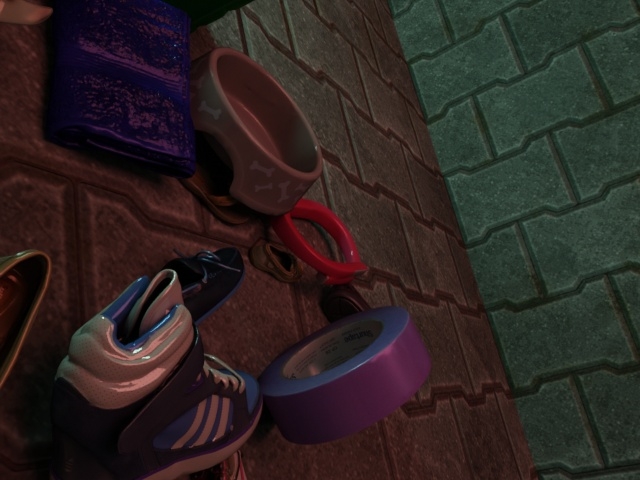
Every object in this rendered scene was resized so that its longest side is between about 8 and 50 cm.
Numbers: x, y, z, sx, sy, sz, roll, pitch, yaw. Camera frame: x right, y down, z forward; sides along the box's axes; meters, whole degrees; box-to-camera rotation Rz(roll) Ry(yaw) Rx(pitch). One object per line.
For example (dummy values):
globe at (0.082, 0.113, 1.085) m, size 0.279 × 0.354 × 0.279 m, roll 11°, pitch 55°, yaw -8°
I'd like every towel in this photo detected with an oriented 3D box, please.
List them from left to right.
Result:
towel at (-0.289, -0.262, 0.845) m, size 0.228 × 0.076 × 0.307 m, roll 14°, pitch 60°, yaw -46°

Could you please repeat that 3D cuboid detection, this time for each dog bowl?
dog bowl at (-0.129, -0.220, 1.070) m, size 0.349 × 0.102 × 0.348 m, roll 42°, pitch 27°, yaw -28°

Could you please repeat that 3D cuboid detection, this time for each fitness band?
fitness band at (0.000, 0.000, 1.205) m, size 0.209 × 0.054 × 0.291 m, roll 55°, pitch 21°, yaw 19°

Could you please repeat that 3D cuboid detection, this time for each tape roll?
tape roll at (0.038, 0.212, 0.909) m, size 0.090 × 0.275 × 0.275 m, roll 63°, pitch 27°, yaw -7°

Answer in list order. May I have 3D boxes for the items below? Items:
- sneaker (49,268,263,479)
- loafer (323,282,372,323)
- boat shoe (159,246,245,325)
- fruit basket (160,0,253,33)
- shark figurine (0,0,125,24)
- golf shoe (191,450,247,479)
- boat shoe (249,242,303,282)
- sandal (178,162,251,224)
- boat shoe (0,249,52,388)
sneaker at (-0.156, 0.145, 0.651) m, size 0.323 × 0.130 × 0.236 m, roll -9°, pitch 118°, yaw -58°
loafer at (0.119, 0.213, 1.258) m, size 0.302 × 0.109 × 0.095 m, roll 54°, pitch 25°, yaw -18°
boat shoe at (-0.186, 0.062, 0.798) m, size 0.258 × 0.109 × 0.088 m, roll -58°, pitch 132°, yaw -61°
fruit basket at (-0.195, -0.619, 1.029) m, size 0.283 × 0.392 × 0.391 m, roll 39°, pitch 38°, yaw -44°
shark figurine at (-0.396, -0.329, 0.701) m, size 0.278 × 0.116 × 0.166 m, roll -51°, pitch 131°, yaw -30°
golf shoe at (-0.117, 0.366, 0.734) m, size 0.086 × 0.068 × 0.185 m, roll 29°, pitch 45°, yaw -53°
boat shoe at (-0.075, 0.043, 1.088) m, size 0.153 × 0.048 × 0.056 m, roll 33°, pitch 43°, yaw -49°
sandal at (-0.182, -0.090, 0.992) m, size 0.180 × 0.049 × 0.072 m, roll 44°, pitch 35°, yaw -38°
boat shoe at (-0.338, 0.118, 0.494) m, size 0.104 × 0.089 × 0.285 m, roll 47°, pitch 33°, yaw -35°
